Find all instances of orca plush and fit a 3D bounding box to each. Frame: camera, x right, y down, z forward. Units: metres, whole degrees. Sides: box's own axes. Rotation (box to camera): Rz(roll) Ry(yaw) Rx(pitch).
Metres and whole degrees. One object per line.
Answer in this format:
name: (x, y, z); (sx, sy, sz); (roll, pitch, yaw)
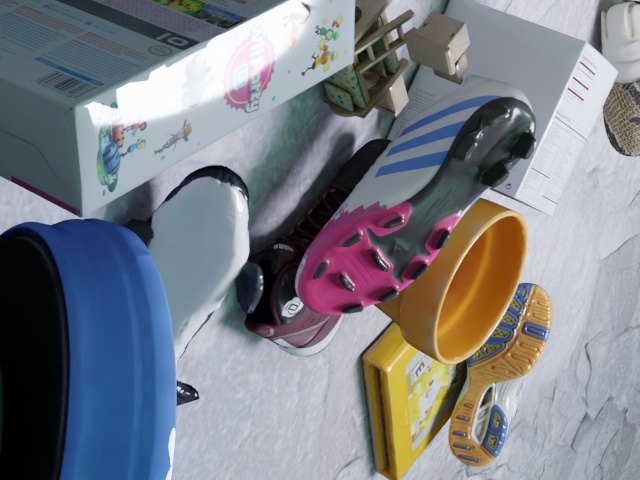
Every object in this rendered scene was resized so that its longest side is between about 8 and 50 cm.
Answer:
orca plush: (-0.127, 0.037, 1.315); (0.102, 0.151, 0.287); (-76, 171, -60)

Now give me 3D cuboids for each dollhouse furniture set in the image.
dollhouse furniture set: (0.085, -0.166, 1.424); (0.101, 0.161, 0.182); (-51, 147, -21)

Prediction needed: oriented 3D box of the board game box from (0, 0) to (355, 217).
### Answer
board game box: (-0.150, -0.155, 1.001); (0.303, 0.224, 0.097); (-36, 139, -38)

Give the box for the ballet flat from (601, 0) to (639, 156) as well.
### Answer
ballet flat: (0.532, -0.371, 2.010); (0.182, 0.164, 0.482); (38, 73, -38)

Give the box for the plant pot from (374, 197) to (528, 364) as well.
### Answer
plant pot: (0.125, 0.023, 1.607); (0.205, 0.188, 0.205); (-37, 142, -37)

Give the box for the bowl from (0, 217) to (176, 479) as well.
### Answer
bowl: (-0.232, 0.169, 0.997); (0.077, 0.391, 0.391); (14, 103, -30)

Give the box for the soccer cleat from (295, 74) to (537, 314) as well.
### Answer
soccer cleat: (0.099, -0.051, 1.440); (0.331, 0.143, 0.116); (-42, 120, 5)

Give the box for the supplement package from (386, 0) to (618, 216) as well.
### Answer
supplement package: (0.229, -0.167, 1.616); (0.149, 0.194, 0.203); (17, 99, -61)

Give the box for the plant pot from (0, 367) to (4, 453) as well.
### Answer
plant pot: (-0.348, 0.131, 0.869); (0.293, 0.293, 0.235); (39, 65, -60)

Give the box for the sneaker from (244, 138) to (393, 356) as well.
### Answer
sneaker: (0.000, 0.000, 1.482); (0.162, 0.106, 0.281); (22, 95, -57)

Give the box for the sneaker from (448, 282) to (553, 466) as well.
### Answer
sneaker: (0.274, 0.199, 2.002); (0.296, 0.112, 0.131); (-68, 169, 8)

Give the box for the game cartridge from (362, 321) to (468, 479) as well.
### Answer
game cartridge: (0.186, 0.171, 1.958); (0.324, 0.053, 0.285); (-43, 145, -30)
